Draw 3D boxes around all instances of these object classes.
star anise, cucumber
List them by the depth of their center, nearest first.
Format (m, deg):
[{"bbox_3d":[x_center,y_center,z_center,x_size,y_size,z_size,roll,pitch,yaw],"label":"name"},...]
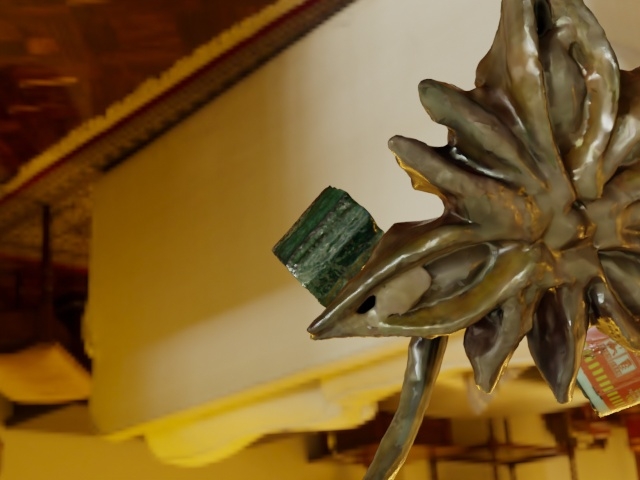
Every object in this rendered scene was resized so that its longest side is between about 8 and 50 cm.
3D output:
[{"bbox_3d":[0.132,-0.010,0.740,0.292,0.349,0.109,-1,-166,-10],"label":"star anise"},{"bbox_3d":[0.000,0.000,1.352,0.116,0.115,0.062,33,168,48],"label":"cucumber"}]

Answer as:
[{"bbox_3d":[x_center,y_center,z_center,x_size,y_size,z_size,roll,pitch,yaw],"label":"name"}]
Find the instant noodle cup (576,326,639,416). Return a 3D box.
[{"bbox_3d":[0.300,0.045,1.010,0.212,0.193,0.193,-30,155,13],"label":"instant noodle cup"}]
